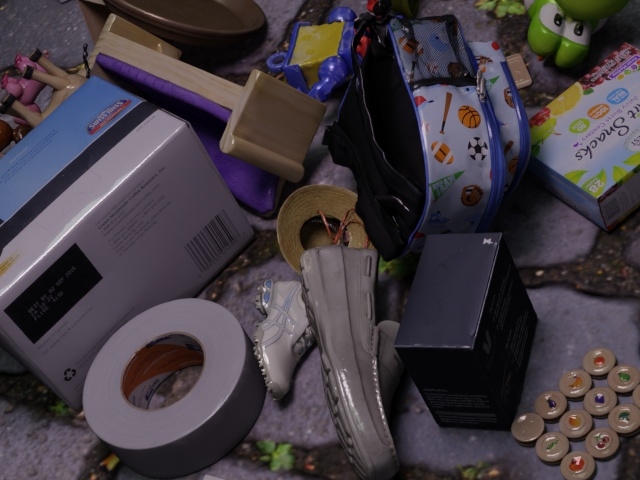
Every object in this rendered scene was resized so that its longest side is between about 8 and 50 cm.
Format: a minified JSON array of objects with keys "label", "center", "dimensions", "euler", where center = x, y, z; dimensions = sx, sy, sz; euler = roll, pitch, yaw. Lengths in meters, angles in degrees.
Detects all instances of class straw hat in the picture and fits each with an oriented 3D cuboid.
[{"label":"straw hat","center":[0.000,0.000,1.642],"dimensions":[0.144,0.144,0.061],"euler":[-57,12,-25]}]

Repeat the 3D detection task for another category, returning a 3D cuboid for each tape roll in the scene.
[{"label":"tape roll","center":[-0.178,0.179,1.570],"dimensions":[0.219,0.072,0.219],"euler":[-14,45,15]}]

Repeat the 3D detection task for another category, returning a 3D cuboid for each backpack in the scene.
[{"label":"backpack","center":[0.130,-0.112,1.557],"dimensions":[0.213,0.276,0.263],"euler":[-1,60,-11]}]

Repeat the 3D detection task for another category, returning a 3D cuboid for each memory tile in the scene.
[{"label":"memory tile","center":[0.286,0.184,1.369],"dimensions":[0.148,0.012,0.113],"euler":[-41,45,-11]}]

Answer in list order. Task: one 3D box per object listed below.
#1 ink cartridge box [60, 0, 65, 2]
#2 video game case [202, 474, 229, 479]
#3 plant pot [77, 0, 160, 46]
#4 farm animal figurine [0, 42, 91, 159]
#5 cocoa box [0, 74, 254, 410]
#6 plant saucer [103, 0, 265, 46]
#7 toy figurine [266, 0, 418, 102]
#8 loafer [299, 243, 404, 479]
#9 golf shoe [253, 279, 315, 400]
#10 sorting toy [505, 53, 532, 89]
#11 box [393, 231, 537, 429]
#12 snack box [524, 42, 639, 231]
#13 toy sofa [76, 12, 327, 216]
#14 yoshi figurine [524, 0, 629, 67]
[{"label":"ink cartridge box","center":[-0.392,-0.573,2.274],"dimensions":[0.273,0.197,0.114],"euler":[-21,44,9]},{"label":"video game case","center":[-0.072,0.369,1.363],"dimensions":[0.232,0.042,0.210],"euler":[8,56,33]},{"label":"plant pot","center":[-0.318,-0.369,2.124],"dimensions":[0.109,0.109,0.096],"euler":[21,50,39]},{"label":"farm animal figurine","center":[-0.437,-0.096,1.862],"dimensions":[0.330,0.172,0.326],"euler":[-20,44,56]},{"label":"cocoa box","center":[-0.311,-0.003,1.688],"dimensions":[0.347,0.231,0.228],"euler":[-45,45,-16]},{"label":"plant saucer","center":[-0.223,-0.371,2.012],"dimensions":[0.278,0.041,0.278],"euler":[15,28,-8]},{"label":"toy figurine","center":[0.015,-0.310,1.843],"dimensions":[0.217,0.191,0.362],"euler":[-12,45,24]},{"label":"loafer","center":[0.053,0.129,1.469],"dimensions":[0.111,0.112,0.319],"euler":[-10,52,-5]},{"label":"golf shoe","center":[-0.035,0.113,1.563],"dimensions":[0.086,0.069,0.176],"euler":[-10,48,11]},{"label":"sorting toy","center":[0.243,-0.221,1.760],"dimensions":[0.083,0.012,0.062],"euler":[-19,49,6]},{"label":"box","center":[0.163,0.099,1.405],"dimensions":[0.093,0.158,0.156],"euler":[-1,50,27]},{"label":"snack box","center":[0.365,-0.130,1.573],"dimensions":[0.207,0.070,0.174],"euler":[-39,44,-8]},{"label":"toy sofa","center":[-0.183,-0.178,1.797],"dimensions":[0.362,0.150,0.177],"euler":[27,92,41]},{"label":"yoshi figurine","center":[0.372,-0.400,1.733],"dimensions":[0.204,0.203,0.362],"euler":[3,55,21]}]
